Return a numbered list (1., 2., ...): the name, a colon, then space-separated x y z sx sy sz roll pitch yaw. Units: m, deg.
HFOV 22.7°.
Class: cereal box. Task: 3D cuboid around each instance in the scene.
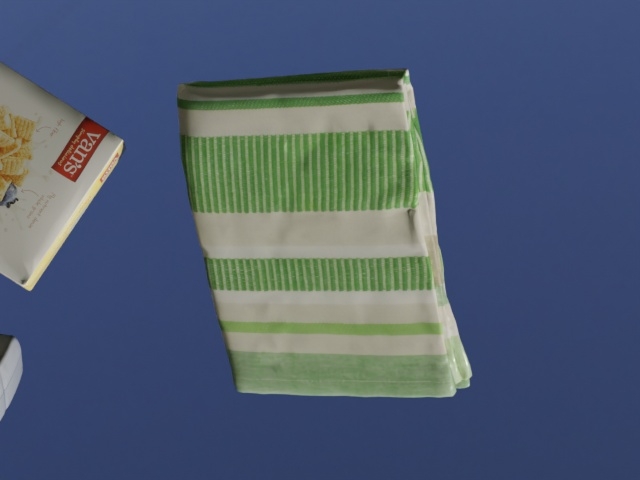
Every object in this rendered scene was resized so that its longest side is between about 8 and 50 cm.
1. cereal box: -0.332 -0.086 1.532 0.240 0.047 0.173 31 -98 3

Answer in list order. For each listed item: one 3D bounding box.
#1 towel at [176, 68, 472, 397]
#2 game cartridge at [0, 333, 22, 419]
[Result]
1. towel: 0.000 0.000 1.475 0.248 0.324 0.038 -1 -153 24
2. game cartridge: -0.376 0.152 1.289 0.196 0.060 0.294 11 -149 18
